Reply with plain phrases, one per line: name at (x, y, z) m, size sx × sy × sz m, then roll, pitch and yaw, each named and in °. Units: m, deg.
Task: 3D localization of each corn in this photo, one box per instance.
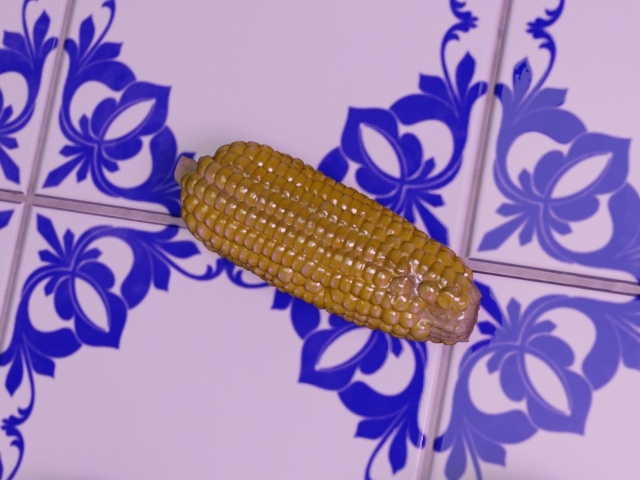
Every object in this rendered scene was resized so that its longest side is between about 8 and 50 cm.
corn at (0.000, 0.000, 1.293) m, size 0.347 × 0.130 × 0.130 m, roll 26°, pitch 89°, yaw 19°
